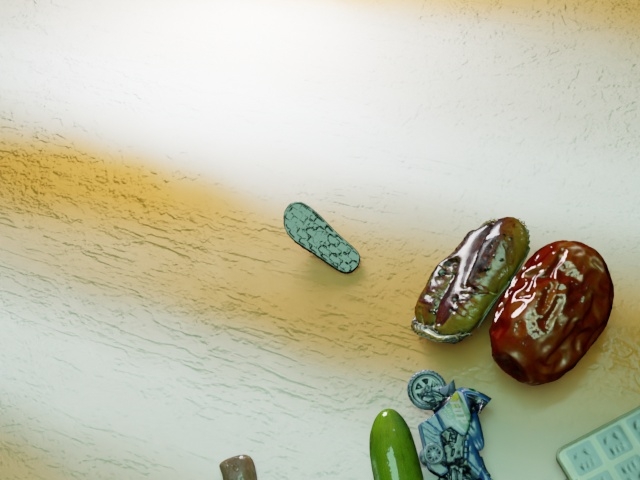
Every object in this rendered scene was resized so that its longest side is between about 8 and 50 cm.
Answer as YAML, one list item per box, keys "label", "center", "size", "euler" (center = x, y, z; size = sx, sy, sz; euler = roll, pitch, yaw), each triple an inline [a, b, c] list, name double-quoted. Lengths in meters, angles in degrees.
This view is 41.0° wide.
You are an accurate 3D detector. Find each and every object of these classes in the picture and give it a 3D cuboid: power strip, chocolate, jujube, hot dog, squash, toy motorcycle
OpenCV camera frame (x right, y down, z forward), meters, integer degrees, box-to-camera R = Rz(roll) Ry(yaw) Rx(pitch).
- label: "power strip"
  center: [0.507, 0.332, 1.358]
  size: [0.270, 0.046, 0.118]
  euler: [-27, 61, -1]
- label: "chocolate"
  center: [-0.143, 0.422, 1.487]
  size: [0.064, 0.031, 0.101]
  euler: [-19, 62, 10]
- label: "jujube"
  center: [0.386, 0.119, 1.423]
  size: [0.174, 0.174, 0.250]
  euler: [28, 68, 25]
- label: "hot dog"
  center: [0.260, 0.066, 1.507]
  size: [0.270, 0.082, 0.162]
  euler: [-54, 26, -9]
- label: "squash"
  center: [0.135, 0.417, 1.388]
  size: [0.082, 0.082, 0.293]
  euler: [-17, 62, 5]
- label: "toy motorcycle"
  center: [0.229, 0.331, 1.407]
  size: [0.135, 0.092, 0.255]
  euler: [-11, 71, -1]

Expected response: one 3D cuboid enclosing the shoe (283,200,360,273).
- label: "shoe"
  center: [0.000, 0.000, 1.655]
  size: [0.179, 0.049, 0.071]
  euler: [39, 84, 8]
